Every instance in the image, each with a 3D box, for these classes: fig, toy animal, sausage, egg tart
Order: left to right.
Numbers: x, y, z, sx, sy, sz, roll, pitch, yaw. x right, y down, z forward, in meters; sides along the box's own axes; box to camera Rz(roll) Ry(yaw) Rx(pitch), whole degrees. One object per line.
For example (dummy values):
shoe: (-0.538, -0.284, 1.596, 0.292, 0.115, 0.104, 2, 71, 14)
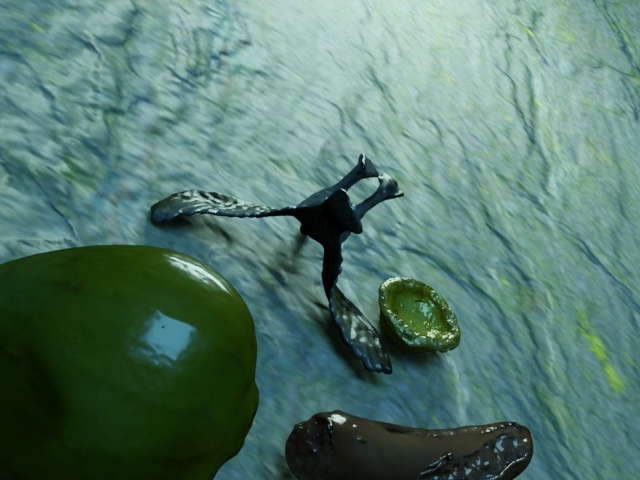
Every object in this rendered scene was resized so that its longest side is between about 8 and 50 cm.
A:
fig: (-0.159, 0.103, 0.885, 0.230, 0.207, 0.207, -3, 46, -7)
toy animal: (0.012, -0.011, 1.230, 0.272, 0.160, 0.197, 46, 32, -4)
egg tart: (0.095, 0.081, 1.281, 0.105, 0.039, 0.105, 25, 37, -21)
sausage: (0.090, 0.192, 1.125, 0.304, 0.078, 0.078, 11, 44, -39)
